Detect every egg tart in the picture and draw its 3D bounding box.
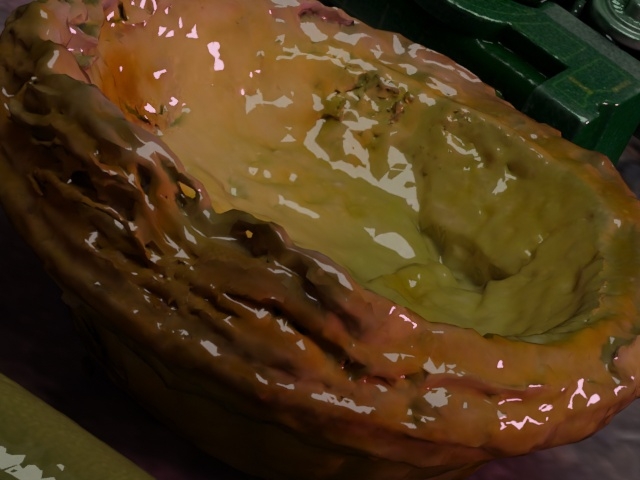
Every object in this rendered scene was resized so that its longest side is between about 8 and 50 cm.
[{"bbox_3d":[-0.002,0.001,0.526,0.213,0.090,0.212,22,30,-13],"label":"egg tart"}]

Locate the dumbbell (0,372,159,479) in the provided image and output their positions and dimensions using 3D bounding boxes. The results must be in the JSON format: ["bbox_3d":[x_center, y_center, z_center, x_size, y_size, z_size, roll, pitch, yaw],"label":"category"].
[{"bbox_3d":[-0.046,0.064,0.365,0.302,0.121,0.108,34,1,12],"label":"dumbbell"}]

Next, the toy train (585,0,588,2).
[{"bbox_3d":[0.088,-0.161,0.922,0.071,0.038,0.148,-4,40,-47],"label":"toy train"}]

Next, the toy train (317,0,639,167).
[{"bbox_3d":[0.058,-0.089,0.749,0.178,0.071,0.105,39,42,20],"label":"toy train"}]
